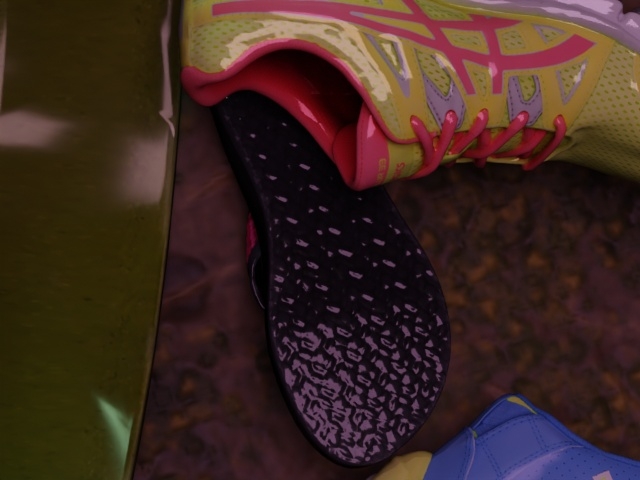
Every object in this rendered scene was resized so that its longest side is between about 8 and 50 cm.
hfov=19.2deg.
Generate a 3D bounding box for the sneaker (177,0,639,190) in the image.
[{"bbox_3d":[0.040,-0.052,0.684,0.208,0.081,0.094,19,65,-8],"label":"sneaker"}]

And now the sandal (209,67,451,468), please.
[{"bbox_3d":[0.000,0.000,0.708,0.067,0.040,0.179,-11,69,-16],"label":"sandal"}]

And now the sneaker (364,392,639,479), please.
[{"bbox_3d":[0.117,0.152,0.673,0.240,0.091,0.126,45,77,0],"label":"sneaker"}]

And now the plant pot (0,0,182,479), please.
[{"bbox_3d":[-0.236,-0.063,0.542,0.353,0.366,0.366,4,81,4],"label":"plant pot"}]
